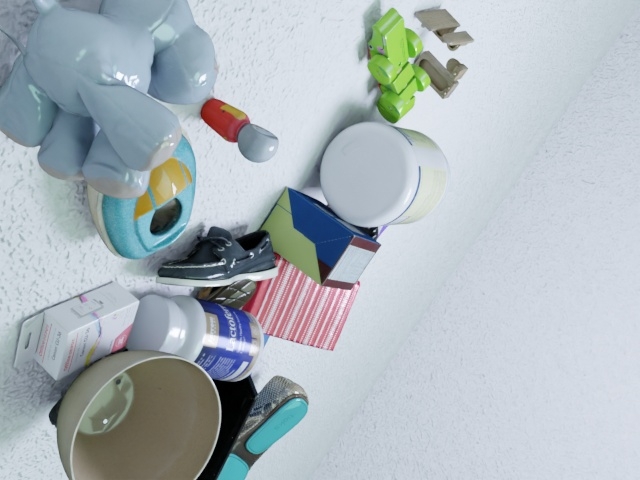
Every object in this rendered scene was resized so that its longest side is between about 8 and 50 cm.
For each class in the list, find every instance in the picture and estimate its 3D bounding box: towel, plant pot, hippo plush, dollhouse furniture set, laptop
[{"bbox_3d":[-0.049,0.151,1.887,0.275,0.031,0.199,20,95,-29],"label":"towel"},{"bbox_3d":[-0.347,0.313,1.367,0.284,0.191,0.284,-13,109,-41],"label":"plant pot"},{"bbox_3d":[-0.262,-0.221,0.957,0.294,0.234,0.236,55,43,-25],"label":"hippo plush"},{"bbox_3d":[0.259,-0.423,1.785,0.123,0.144,0.151,-23,158,-46],"label":"dollhouse furniture set"},{"bbox_3d":[-0.189,0.394,1.946,0.236,0.408,0.382,10,119,-29],"label":"laptop"}]

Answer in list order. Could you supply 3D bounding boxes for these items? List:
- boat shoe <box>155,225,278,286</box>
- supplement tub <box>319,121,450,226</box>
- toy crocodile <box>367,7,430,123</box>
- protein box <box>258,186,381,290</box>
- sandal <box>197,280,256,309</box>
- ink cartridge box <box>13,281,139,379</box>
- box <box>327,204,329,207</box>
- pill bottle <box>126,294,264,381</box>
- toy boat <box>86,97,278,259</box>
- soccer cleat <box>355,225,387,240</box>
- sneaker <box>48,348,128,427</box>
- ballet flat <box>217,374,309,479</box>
[{"bbox_3d":[-0.196,0.027,1.533,0.340,0.127,0.113,-4,98,-54],"label":"boat shoe"},{"bbox_3d":[0.166,-0.153,1.838,0.235,0.235,0.325,-60,158,16],"label":"supplement tub"},{"bbox_3d":[0.158,-0.373,1.692,0.115,0.105,0.340,-50,154,-10],"label":"toy crocodile"},{"bbox_3d":[0.000,0.000,1.768,0.136,0.200,0.201,-56,159,6],"label":"protein box"},{"bbox_3d":[-0.240,0.136,1.680,0.219,0.060,0.090,-35,145,-9],"label":"sandal"},{"bbox_3d":[-0.415,0.160,1.324,0.198,0.067,0.115,-26,146,-51],"label":"ink cartridge box"},{"bbox_3d":[0.064,-0.089,2.008,0.094,0.027,0.137,-49,159,-10],"label":"box"},{"bbox_3d":[-0.249,0.193,1.547,0.264,0.153,0.153,22,103,-51],"label":"pill bottle"},{"bbox_3d":[-0.215,-0.111,1.219,0.318,0.148,0.267,-41,156,-29],"label":"toy boat"},{"bbox_3d":[0.133,-0.038,2.132,0.318,0.108,0.116,-49,163,-19],"label":"soccer cleat"},{"bbox_3d":[-0.419,0.266,1.478,0.234,0.078,0.106,-31,143,-47],"label":"sneaker"},{"bbox_3d":[-0.239,0.571,2.171,0.483,0.182,0.164,-45,131,-12],"label":"ballet flat"}]
